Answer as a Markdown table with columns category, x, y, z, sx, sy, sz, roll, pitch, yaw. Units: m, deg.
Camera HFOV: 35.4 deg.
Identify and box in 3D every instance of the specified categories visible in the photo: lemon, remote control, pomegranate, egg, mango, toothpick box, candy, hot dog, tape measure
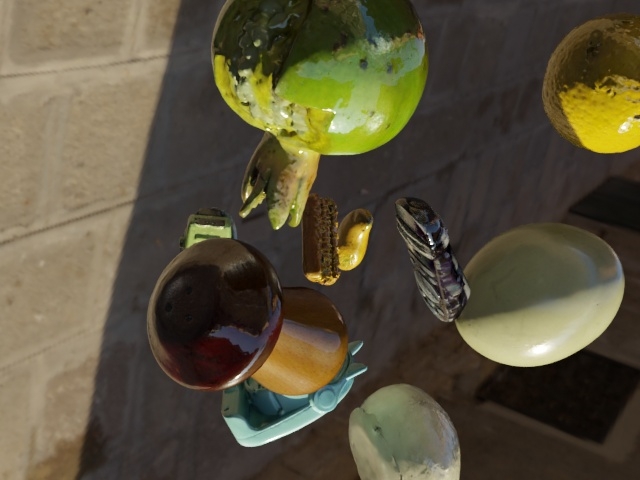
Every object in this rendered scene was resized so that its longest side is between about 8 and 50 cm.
| category | x | y | z | sx | sy | sz | roll | pitch | yaw |
| --- | --- | --- | --- | --- | --- | --- | --- | --- | --- |
| lemon | 0.492 | -0.264 | 1.711 | 0.228 | 0.228 | 0.253 | -54 | -175 | -30 |
| remote control | 0.158 | 0.019 | 1.358 | 0.066 | 0.090 | 0.266 | -41 | 146 | -12 |
| pomegranate | -0.009 | -0.160 | 1.099 | 0.236 | 0.236 | 0.302 | -30 | 141 | -55 |
| egg | 0.338 | 0.082 | 1.567 | 0.269 | 0.219 | 0.219 | -26 | 148 | -2 |
| mango | 0.074 | -0.006 | 2.342 | 0.075 | 0.098 | 0.190 | -3 | 138 | -22 |
| toothpick box | -0.090 | 0.113 | 1.305 | 0.294 | 0.192 | 0.192 | 29 | 82 | -56 |
| candy | 0.182 | 0.422 | 2.000 | 0.185 | 0.295 | 0.295 | -21 | 133 | -26 |
| hot dog | 0.000 | 0.000 | 1.718 | 0.071 | 0.045 | 0.165 | 19 | 60 | -43 |
| tape measure | -0.203 | 0.035 | 1.813 | 0.175 | 0.106 | 0.200 | -101 | -165 | -69 |

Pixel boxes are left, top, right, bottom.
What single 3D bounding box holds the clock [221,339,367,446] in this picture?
| category | x | y | z | sx | sy | sz | roll | pitch | yaw |
| --- | --- | --- | --- | --- | --- | --- | --- | --- | --- |
| clock | -0.047 | 0.252 | 1.844 | 0.094 | 0.274 | 0.223 | 60 | 7 | -19 |

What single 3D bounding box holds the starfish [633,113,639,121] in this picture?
| category | x | y | z | sx | sy | sz | roll | pitch | yaw |
| --- | --- | --- | --- | --- | --- | --- | --- | --- | --- |
| starfish | 0.512 | -0.126 | 0.983 | 0.327 | 0.375 | 0.094 | -18 | 111 | -53 |
